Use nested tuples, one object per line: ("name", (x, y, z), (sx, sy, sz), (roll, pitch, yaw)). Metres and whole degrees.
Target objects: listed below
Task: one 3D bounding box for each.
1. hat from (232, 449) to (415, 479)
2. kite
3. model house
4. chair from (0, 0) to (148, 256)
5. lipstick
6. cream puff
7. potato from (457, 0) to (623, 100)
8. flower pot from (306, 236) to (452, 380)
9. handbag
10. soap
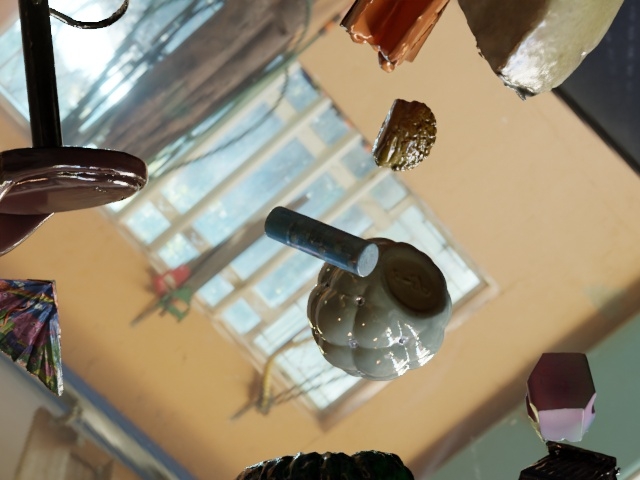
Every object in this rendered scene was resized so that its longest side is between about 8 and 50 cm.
("hat", (0.010, 0.419, 1.162), (0.274, 0.242, 0.332), (131, 135, -69))
("kite", (-0.453, 0.110, 1.400), (0.321, 0.234, 0.016), (41, -147, -28))
("model house", (0.277, 0.302, 0.997), (0.203, 0.164, 0.141), (18, 144, 51))
("chair", (-0.316, -0.179, 1.111), (0.226, 0.227, 0.400), (22, -119, -74))
("lipstick", (0.000, 0.000, 1.294), (0.158, 0.048, 0.048), (23, 171, 33))
("cream puff", (0.159, -0.190, 1.808), (0.103, 0.144, 0.126), (20, -144, -2))
("potato", (0.256, -0.281, 0.915), (0.189, 0.264, 0.211), (9, -133, -38))
("flower pot", (0.101, 0.114, 1.675), (0.246, 0.195, 0.246), (18, -128, -25))
("handbag", (0.160, -0.406, 1.502), (0.116, 0.303, 0.410), (36, -167, 0))
("soap", (0.358, 0.233, 1.482), (0.149, 0.100, 0.056), (-80, -14, -59))
